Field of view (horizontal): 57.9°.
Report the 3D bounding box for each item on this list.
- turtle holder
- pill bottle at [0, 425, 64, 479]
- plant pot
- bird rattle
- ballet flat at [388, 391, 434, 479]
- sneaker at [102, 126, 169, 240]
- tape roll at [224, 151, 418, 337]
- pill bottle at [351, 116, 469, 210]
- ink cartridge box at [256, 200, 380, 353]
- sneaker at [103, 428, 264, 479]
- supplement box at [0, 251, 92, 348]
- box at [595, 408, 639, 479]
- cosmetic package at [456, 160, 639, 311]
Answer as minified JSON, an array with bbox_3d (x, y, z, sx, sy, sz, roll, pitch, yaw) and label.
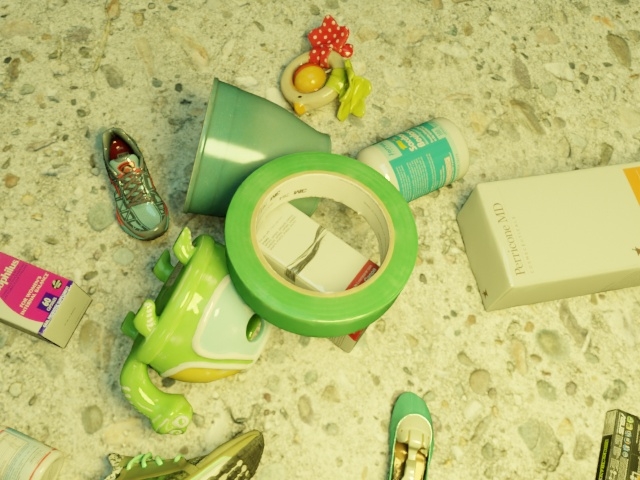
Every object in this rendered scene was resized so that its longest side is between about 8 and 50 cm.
[{"bbox_3d":[-0.215,0.155,1.020,0.227,0.243,0.320,31,43,-17],"label":"turtle holder"},{"bbox_3d":[-0.532,0.372,0.988,0.160,0.087,0.087,22,67,6],"label":"pill bottle"},{"bbox_3d":[-0.122,-0.157,1.166,0.255,0.272,0.272,14,65,-14],"label":"plant pot"},{"bbox_3d":[0.000,-0.396,1.346,0.206,0.143,0.254,-25,67,3],"label":"bird rattle"},{"bbox_3d":[0.164,0.390,1.030,0.083,0.087,0.248,10,66,1],"label":"ballet flat"},{"bbox_3d":[-0.396,-0.119,1.191,0.104,0.125,0.262,-25,70,-13],"label":"sneaker"},{"bbox_3d":[0.000,0.000,0.977,0.321,0.077,0.322,3,62,-6],"label":"tape roll"},{"bbox_3d":[0.173,-0.153,1.235,0.264,0.146,0.146,-25,70,-14],"label":"pill bottle"},{"bbox_3d":[-0.013,0.069,1.097,0.272,0.197,0.114,34,66,10],"label":"ink cartridge box"},{"bbox_3d":[-0.291,0.410,0.971,0.410,0.158,0.182,-27,53,-20],"label":"sneaker"},{"bbox_3d":[-0.570,0.103,1.090,0.219,0.114,0.111,20,67,6],"label":"supplement box"},{"bbox_3d":[0.612,0.435,1.068,0.184,0.045,0.191,21,66,3],"label":"box"},{"bbox_3d":[0.542,-0.016,1.195,0.452,0.161,0.230,-9,67,-7],"label":"cosmetic package"}]
